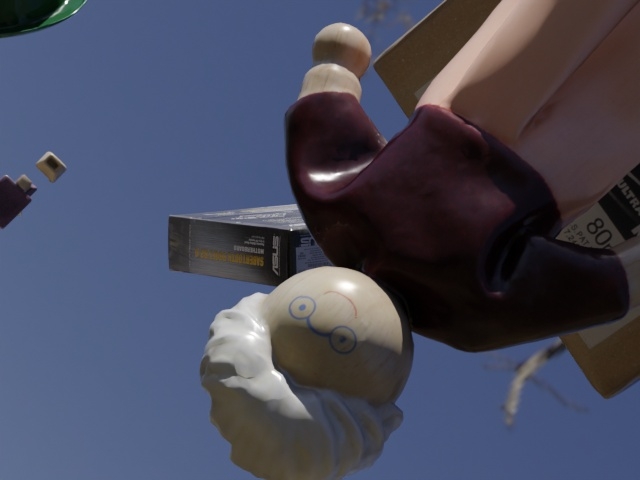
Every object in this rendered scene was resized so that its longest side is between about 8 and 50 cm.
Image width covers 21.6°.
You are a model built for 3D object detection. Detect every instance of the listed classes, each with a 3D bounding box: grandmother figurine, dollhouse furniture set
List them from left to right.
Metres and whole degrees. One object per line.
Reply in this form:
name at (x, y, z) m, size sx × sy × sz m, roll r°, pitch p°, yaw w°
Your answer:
dollhouse furniture set at (-0.319, -0.073, 1.622) m, size 0.114 × 0.091 × 0.081 m, roll 43°, pitch -17°, yaw -3°
grandmother figurine at (0.070, -0.034, 0.736) m, size 0.207 × 0.342 × 0.104 m, roll 29°, pitch -20°, yaw 32°

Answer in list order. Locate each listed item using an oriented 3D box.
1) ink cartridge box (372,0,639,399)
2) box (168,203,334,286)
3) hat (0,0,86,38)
ink cartridge box at (0.174, -0.063, 0.924) m, size 0.193 × 0.088 × 0.235 m, roll -39°, pitch -101°, yaw 23°
box at (0.000, 0.000, 1.581) m, size 0.183 × 0.231 × 0.056 m, roll 5°, pitch -81°, yaw 49°
hat at (-0.256, -0.286, 1.342) m, size 0.173 × 0.208 × 0.184 m, roll 40°, pitch -43°, yaw 30°
